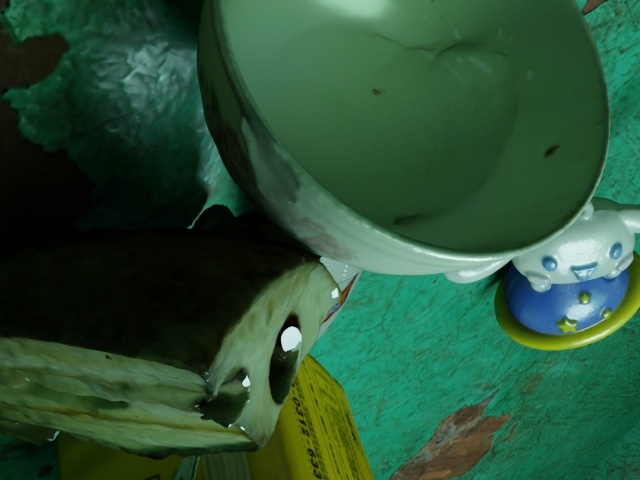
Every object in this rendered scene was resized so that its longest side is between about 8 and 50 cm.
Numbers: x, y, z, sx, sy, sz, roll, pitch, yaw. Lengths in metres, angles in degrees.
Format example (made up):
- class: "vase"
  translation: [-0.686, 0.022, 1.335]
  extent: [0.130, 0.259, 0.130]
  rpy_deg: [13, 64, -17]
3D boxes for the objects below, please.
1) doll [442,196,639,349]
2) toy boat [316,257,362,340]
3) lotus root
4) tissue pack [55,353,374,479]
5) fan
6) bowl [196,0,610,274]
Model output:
- class: "doll"
  translation: [0.328, 0.010, 1.013]
  extent: [0.311, 0.159, 0.242]
  rpy_deg: [-23, 124, 20]
- class: "toy boat"
  translation: [0.000, 0.000, 0.732]
  extent: [0.129, 0.088, 0.295]
  rpy_deg: [-19, 139, -32]
- class: "lotus root"
  translation: [-0.139, 0.053, 0.544]
  extent: [0.210, 0.314, 0.142]
  rpy_deg: [50, 45, -46]
- class: "tissue pack"
  translation: [-0.057, 0.291, 0.706]
  extent: [0.228, 0.382, 0.293]
  rpy_deg: [-24, 148, 10]
- class: "fan"
  translation: [-0.071, 0.078, 0.622]
  extent: [0.008, 0.152, 0.226]
  rpy_deg: [26, 75, -47]
- class: "bowl"
  translation: [0.038, -0.097, 0.546]
  extent: [0.277, 0.277, 0.145]
  rpy_deg: [-21, 172, -30]
